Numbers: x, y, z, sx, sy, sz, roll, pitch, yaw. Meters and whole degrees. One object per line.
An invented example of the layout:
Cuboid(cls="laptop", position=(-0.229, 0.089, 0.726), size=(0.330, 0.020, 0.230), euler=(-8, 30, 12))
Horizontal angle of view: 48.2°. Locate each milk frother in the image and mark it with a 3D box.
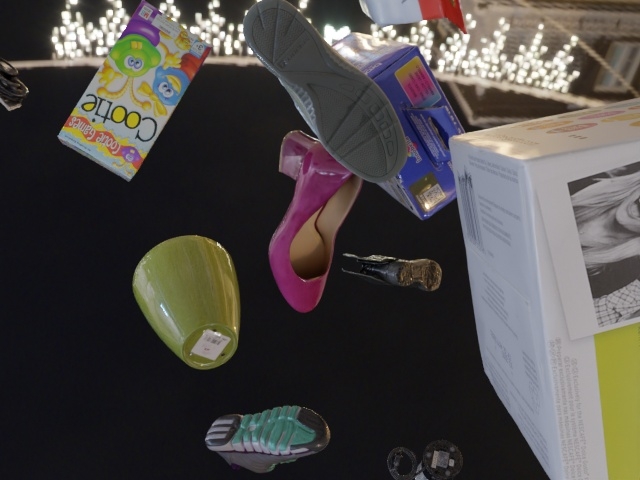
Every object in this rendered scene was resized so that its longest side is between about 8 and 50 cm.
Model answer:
Cuboid(cls="milk frother", position=(0.222, 0.503, 1.574), size=(0.143, 0.135, 0.129), euler=(29, -121, 17))

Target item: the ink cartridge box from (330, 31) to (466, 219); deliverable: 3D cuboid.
Cuboid(cls="ink cartridge box", position=(0.129, -0.211, 1.277), size=(0.151, 0.270, 0.395), euler=(-35, -155, 1))

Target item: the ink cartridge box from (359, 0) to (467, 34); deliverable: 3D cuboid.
Cuboid(cls="ink cartridge box", position=(0.032, -0.194, 0.410), size=(0.045, 0.145, 0.179), euler=(-16, -155, 7))

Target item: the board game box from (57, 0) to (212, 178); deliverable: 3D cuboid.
Cuboid(cls="board game box", position=(-0.331, -0.260, 1.280), size=(0.144, 0.275, 0.142), euler=(31, 174, -16))

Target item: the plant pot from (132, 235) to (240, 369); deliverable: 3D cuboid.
Cuboid(cls="plant pot", position=(-0.311, 0.177, 1.791), size=(0.275, 0.275, 0.293), euler=(-7, -148, -20))

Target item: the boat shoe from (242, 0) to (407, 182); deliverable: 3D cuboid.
Cuboid(cls="boat shoe", position=(0.012, -0.224, 1.070), size=(0.320, 0.118, 0.103), euler=(45, -168, -10))

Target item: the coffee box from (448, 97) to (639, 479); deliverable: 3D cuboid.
Cuboid(cls="coffee box", position=(0.358, 0.026, 0.793), size=(0.334, 0.338, 0.337), euler=(-11, -168, 1))

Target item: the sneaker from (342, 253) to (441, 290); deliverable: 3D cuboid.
Cuboid(cls="sneaker", position=(0.116, 0.048, 1.134), size=(0.089, 0.051, 0.170), euler=(8, 180, 38))

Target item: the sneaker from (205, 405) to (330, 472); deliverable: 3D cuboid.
Cuboid(cls="sneaker", position=(-0.068, 0.317, 1.109), size=(0.224, 0.098, 0.083), euler=(-9, -145, 34))

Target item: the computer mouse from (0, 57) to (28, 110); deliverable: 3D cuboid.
Cuboid(cls="computer mouse", position=(-0.527, -0.248, 0.936), size=(0.188, 0.072, 0.272), euler=(49, -168, 3))

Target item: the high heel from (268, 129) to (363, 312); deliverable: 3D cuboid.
Cuboid(cls="high heel", position=(0.000, 0.000, 1.277), size=(0.127, 0.377, 0.181), euler=(-24, -143, -29))
